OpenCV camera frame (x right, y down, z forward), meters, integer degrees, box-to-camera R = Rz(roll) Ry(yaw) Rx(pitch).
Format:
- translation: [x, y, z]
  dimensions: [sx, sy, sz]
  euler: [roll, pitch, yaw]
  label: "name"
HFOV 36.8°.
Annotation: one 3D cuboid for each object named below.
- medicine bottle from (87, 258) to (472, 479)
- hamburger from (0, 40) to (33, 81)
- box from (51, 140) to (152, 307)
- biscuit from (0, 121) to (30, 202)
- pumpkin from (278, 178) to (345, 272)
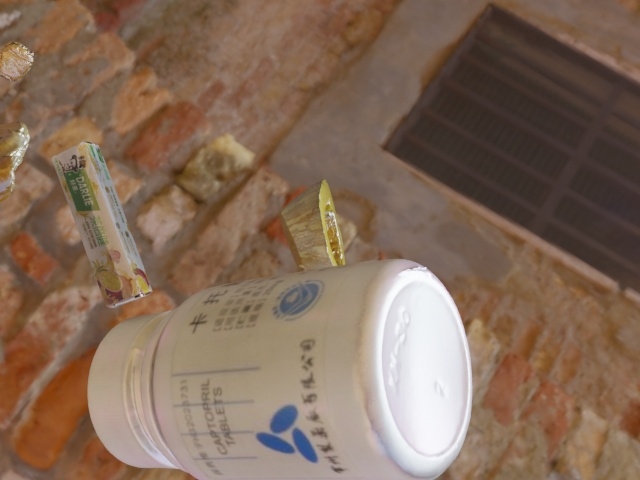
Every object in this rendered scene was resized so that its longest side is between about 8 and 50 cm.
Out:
- translation: [-0.039, 0.114, 0.777]
  dimensions: [0.293, 0.170, 0.170]
  euler: [-11, -155, 35]
  label: "medicine bottle"
- translation: [-0.633, -0.369, 1.982]
  dimensions: [0.083, 0.044, 0.076]
  euler: [-45, 132, 9]
  label: "hamburger"
- translation: [-0.270, -0.020, 1.185]
  dimensions: [0.050, 0.207, 0.041]
  euler: [-23, 174, 13]
  label: "box"
- translation: [-0.636, -0.134, 1.760]
  dimensions: [0.213, 0.091, 0.274]
  euler: [-22, -150, -6]
  label: "biscuit"
- translation: [-0.017, -0.002, 1.817]
  dimensions: [0.217, 0.110, 0.217]
  euler: [-9, 90, -88]
  label: "pumpkin"
